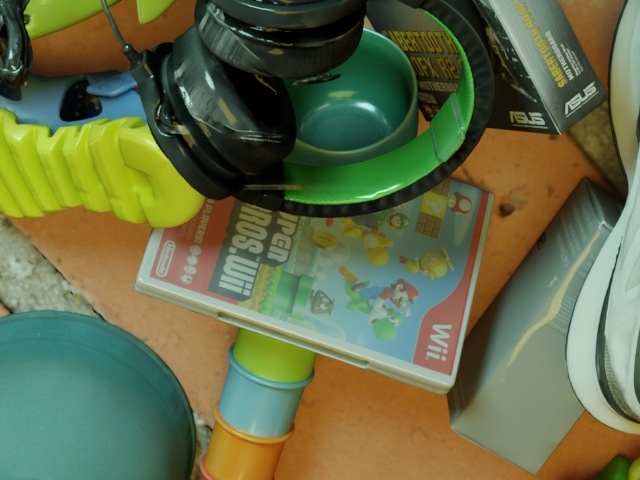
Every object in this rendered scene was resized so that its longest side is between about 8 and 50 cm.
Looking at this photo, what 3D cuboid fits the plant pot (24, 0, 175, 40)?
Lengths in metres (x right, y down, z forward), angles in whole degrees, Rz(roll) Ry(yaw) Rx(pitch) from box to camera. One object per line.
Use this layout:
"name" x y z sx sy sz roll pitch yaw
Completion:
"plant pot" -0.215 -0.285 1.419 0.207 0.227 0.228 -3 113 -3

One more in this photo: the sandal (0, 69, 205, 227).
"sandal" -0.208 -0.095 1.528 0.317 0.138 0.126 11 135 27

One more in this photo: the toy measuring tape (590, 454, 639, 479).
"toy measuring tape" 0.228 0.336 1.716 0.121 0.121 0.330 34 109 -12

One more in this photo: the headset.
"headset" -0.056 -0.123 1.310 0.394 0.185 0.243 19 130 -20

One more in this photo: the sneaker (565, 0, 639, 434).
"sneaker" 0.338 -0.063 1.399 0.169 0.257 0.448 14 83 -15

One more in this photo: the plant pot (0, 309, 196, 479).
"plant pot" -0.260 0.238 1.612 0.271 0.255 0.272 1 112 2

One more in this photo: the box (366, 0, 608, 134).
"box" 0.115 -0.180 1.448 0.056 0.231 0.183 -38 110 -16

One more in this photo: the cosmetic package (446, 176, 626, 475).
"cosmetic package" 0.215 0.078 1.604 0.107 0.127 0.238 32 107 -13

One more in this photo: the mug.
"mug" 0.016 -0.116 1.538 0.129 0.158 0.097 -16 151 -5

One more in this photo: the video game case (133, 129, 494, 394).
"video game case" 0.000 0.000 1.552 0.285 0.204 0.025 19 149 -7

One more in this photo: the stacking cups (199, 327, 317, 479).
"stacking cups" -0.051 0.142 1.652 0.096 0.096 0.316 14 112 -4
